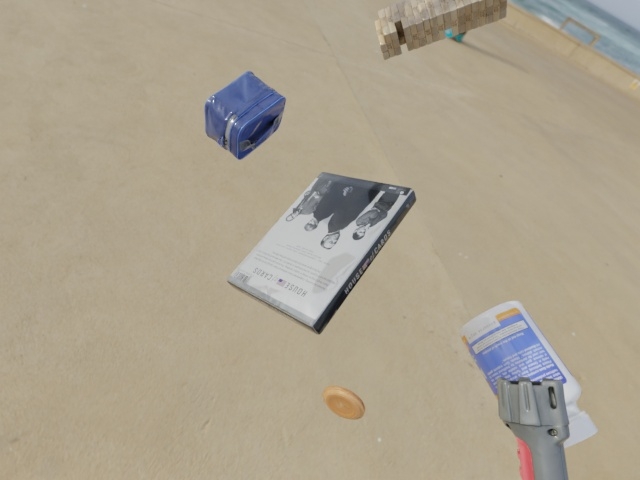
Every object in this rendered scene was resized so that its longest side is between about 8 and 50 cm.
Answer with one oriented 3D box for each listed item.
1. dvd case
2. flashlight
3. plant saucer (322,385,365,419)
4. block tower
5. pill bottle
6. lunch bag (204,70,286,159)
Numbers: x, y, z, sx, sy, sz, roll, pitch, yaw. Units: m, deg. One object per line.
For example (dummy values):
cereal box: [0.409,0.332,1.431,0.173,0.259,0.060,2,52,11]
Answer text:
dvd case: [0.000,0.000,0.589,0.179,0.030,0.239,19,61,41]
flashlight: [0.304,0.357,0.591,0.103,0.103,0.305,-4,75,8]
plant saucer: [0.041,0.299,0.757,0.083,0.084,0.013,33,43,4]
block tower: [0.311,-0.584,1.071,0.091,0.335,0.097,38,40,-64]
pill bottle: [0.418,0.274,0.844,0.152,0.152,0.272,-2,53,-33]
lunch bag: [-0.090,-0.146,0.500,0.065,0.067,0.098,36,62,7]
